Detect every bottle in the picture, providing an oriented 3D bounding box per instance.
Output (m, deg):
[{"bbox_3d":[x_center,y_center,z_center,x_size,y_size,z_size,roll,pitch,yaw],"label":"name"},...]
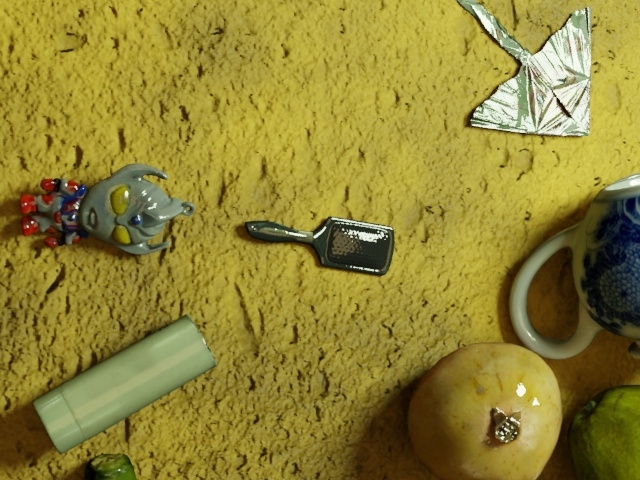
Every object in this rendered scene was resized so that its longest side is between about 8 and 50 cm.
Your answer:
[{"bbox_3d":[-0.222,0.162,1.360,0.201,0.072,0.072,-29,101,-13],"label":"bottle"}]

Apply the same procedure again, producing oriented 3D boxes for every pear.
[{"bbox_3d":[0.433,0.292,1.494,0.269,0.212,0.212,43,80,3],"label":"pear"}]

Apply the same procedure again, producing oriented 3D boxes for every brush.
[{"bbox_3d":[0.000,0.000,1.447,0.193,0.016,0.063,9,89,-17],"label":"brush"}]

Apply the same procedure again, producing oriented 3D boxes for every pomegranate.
[{"bbox_3d":[0.198,0.209,1.432,0.191,0.191,0.191,-1,93,-17],"label":"pomegranate"}]

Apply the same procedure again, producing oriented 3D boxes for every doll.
[{"bbox_3d":[-0.239,-0.034,1.351,0.195,0.062,0.104,-2,93,-10],"label":"doll"}]

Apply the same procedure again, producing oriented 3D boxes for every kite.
[{"bbox_3d":[0.264,-0.227,1.517,0.250,0.012,0.229,46,77,-13],"label":"kite"}]

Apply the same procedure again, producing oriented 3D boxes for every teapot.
[{"bbox_3d":[0.439,0.055,1.458,0.424,0.252,0.280,-13,95,17],"label":"teapot"}]

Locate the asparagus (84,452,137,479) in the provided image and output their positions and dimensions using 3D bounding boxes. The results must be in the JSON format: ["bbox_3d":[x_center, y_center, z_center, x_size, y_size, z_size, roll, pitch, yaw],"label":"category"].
[{"bbox_3d":[-0.215,0.378,1.380,0.060,0.067,0.277,-20,104,-42],"label":"asparagus"}]
